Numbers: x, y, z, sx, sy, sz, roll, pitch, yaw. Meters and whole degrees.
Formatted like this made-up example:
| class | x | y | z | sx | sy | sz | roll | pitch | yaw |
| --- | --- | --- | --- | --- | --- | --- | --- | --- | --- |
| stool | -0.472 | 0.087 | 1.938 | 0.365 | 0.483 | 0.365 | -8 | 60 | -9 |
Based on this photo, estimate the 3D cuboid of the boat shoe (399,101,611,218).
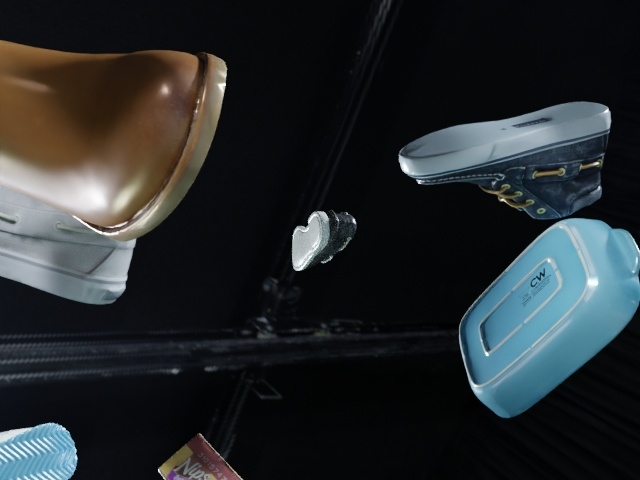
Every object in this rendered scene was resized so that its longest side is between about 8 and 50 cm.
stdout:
| class | x | y | z | sx | sy | sz | roll | pitch | yaw |
| --- | --- | --- | --- | --- | --- | --- | --- | --- | --- |
| boat shoe | 0.153 | -0.052 | 0.584 | 0.183 | 0.065 | 0.083 | -14 | -67 | -15 |

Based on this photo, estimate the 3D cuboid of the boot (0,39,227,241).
| class | x | y | z | sx | sy | sz | roll | pitch | yaw |
| --- | --- | --- | --- | --- | --- | --- | --- | --- | --- |
| boot | -0.199 | -0.091 | 0.396 | 0.220 | 0.283 | 0.109 | 26 | -99 | -38 |

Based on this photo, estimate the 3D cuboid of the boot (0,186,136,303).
| class | x | y | z | sx | sy | sz | roll | pitch | yaw |
| --- | --- | --- | --- | --- | --- | --- | --- | --- | --- |
| boot | -0.281 | -0.040 | 0.632 | 0.258 | 0.095 | 0.123 | 17 | -85 | -4 |

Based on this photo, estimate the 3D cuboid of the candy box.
| class | x | y | z | sx | sy | sz | roll | pitch | yaw |
| --- | --- | --- | --- | --- | --- | --- | --- | --- | --- |
| candy box | -0.065 | 0.270 | 0.666 | 0.053 | 0.109 | 0.186 | -39 | -48 | -19 |

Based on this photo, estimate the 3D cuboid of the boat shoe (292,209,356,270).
| class | x | y | z | sx | sy | sz | roll | pitch | yaw |
| --- | --- | --- | --- | --- | --- | --- | --- | --- | --- |
| boat shoe | 0.000 | 0.000 | 0.714 | 0.038 | 0.125 | 0.046 | -2 | -108 | -17 |

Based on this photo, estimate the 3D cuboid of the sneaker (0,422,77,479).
| class | x | y | z | sx | sy | sz | roll | pitch | yaw |
| --- | --- | --- | --- | --- | --- | --- | --- | --- | --- |
| sneaker | -0.352 | 0.235 | 0.689 | 0.229 | 0.092 | 0.087 | 5 | -116 | -52 |

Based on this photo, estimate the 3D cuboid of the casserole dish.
| class | x | y | z | sx | sy | sz | roll | pitch | yaw |
| --- | --- | --- | --- | --- | --- | --- | --- | --- | --- |
| casserole dish | 0.169 | 0.058 | 0.579 | 0.037 | 0.114 | 0.188 | 23 | -54 | -22 |
